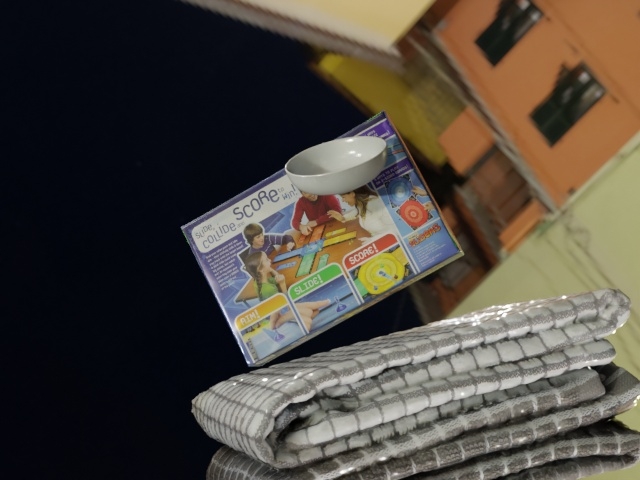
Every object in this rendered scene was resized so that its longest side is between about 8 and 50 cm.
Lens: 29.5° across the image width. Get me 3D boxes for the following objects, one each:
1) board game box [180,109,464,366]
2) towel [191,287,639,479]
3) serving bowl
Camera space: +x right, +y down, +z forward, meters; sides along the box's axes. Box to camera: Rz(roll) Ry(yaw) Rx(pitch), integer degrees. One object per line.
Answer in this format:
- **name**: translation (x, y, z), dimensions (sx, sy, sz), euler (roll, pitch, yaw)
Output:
- **board game box**: translation (0.000, 0.000, 1.019), dimensions (0.136, 0.201, 0.035), euler (63, -171, 12)
- **towel**: translation (0.067, 0.128, 0.874), dimensions (0.235, 0.283, 0.121), euler (158, 97, -74)
- **serving bowl**: translation (0.015, -0.056, 0.966), dimensions (0.083, 0.083, 0.027), euler (-76, -28, -65)
